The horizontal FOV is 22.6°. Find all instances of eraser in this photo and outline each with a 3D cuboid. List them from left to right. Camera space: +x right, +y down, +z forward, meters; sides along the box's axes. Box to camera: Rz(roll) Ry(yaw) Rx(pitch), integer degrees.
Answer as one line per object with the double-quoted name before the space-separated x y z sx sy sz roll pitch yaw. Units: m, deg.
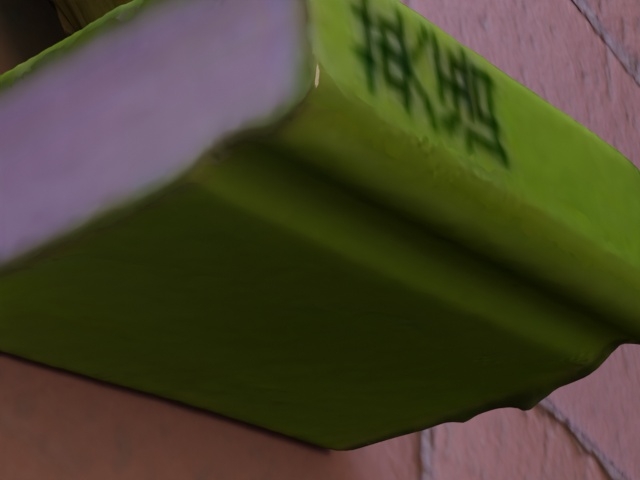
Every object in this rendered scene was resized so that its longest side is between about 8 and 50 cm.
"eraser" 0.000 0.000 0.642 0.274 0.210 0.092 24 52 -47

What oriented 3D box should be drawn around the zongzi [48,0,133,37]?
"zongzi" -0.075 -0.190 0.741 0.228 0.115 0.256 60 25 -4
